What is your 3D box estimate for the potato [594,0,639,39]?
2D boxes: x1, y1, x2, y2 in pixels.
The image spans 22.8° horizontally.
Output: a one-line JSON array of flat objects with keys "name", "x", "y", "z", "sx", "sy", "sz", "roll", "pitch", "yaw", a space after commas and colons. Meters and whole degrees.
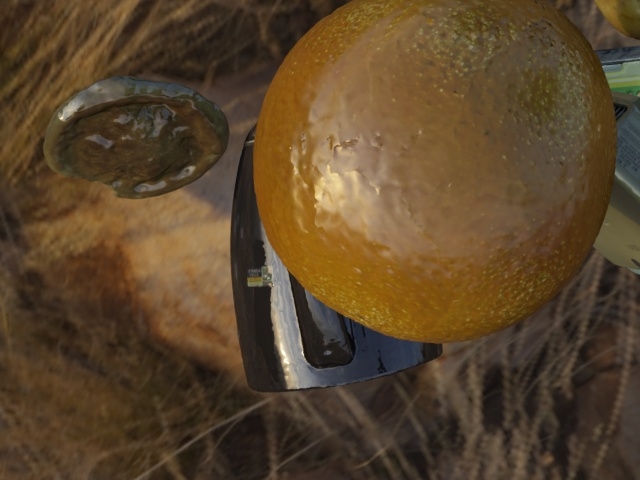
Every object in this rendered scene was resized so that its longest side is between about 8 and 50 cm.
[{"name": "potato", "x": 0.333, "y": -0.212, "z": 1.373, "sx": 0.200, "sy": 0.081, "sz": 0.164, "roll": 6, "pitch": 40, "yaw": 19}]

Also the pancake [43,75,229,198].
[{"name": "pancake", "x": -0.228, "y": -0.122, "z": 1.978, "sx": 0.222, "sy": 0.236, "sz": 0.042, "roll": -24, "pitch": 54, "yaw": 17}]

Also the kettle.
[{"name": "kettle", "x": 0.000, "y": 0.000, "z": 1.610, "sx": 0.207, "sy": 0.268, "sz": 0.290, "roll": -9, "pitch": 93, "yaw": 6}]

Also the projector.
[{"name": "projector", "x": 0.261, "y": -0.061, "z": 1.408, "sx": 0.193, "sy": 0.269, "sz": 0.088, "roll": 41, "pitch": 85, "yaw": -4}]

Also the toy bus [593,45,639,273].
[{"name": "toy bus", "x": 0.368, "y": -0.080, "z": 1.810, "sx": 0.276, "sy": 0.133, "sz": 0.165, "roll": 51, "pitch": 49, "yaw": -40}]

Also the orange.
[{"name": "orange", "x": 0.085, "y": -0.062, "z": 1.162, "sx": 0.274, "sy": 0.274, "sz": 0.274, "roll": 4, "pitch": 73, "yaw": -12}]
